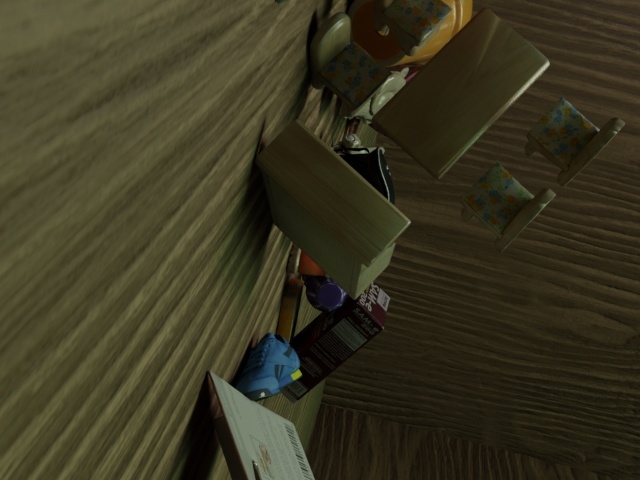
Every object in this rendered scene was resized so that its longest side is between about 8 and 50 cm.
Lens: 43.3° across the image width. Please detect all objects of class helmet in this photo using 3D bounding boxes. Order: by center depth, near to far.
[{"bbox_3d":[0.043,-0.062,1.283,0.169,0.169,0.162,12,75,-85],"label":"helmet"}]

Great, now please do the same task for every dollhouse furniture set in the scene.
[{"bbox_3d":[0.124,-0.140,1.003,0.394,0.362,0.256,-45,170,-9],"label":"dollhouse furniture set"}]

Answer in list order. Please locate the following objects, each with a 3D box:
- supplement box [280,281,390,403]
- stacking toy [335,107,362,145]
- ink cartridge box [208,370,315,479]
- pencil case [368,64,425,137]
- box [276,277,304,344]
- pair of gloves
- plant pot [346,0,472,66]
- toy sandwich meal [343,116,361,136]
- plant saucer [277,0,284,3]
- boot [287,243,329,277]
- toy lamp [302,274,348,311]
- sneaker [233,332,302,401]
[{"bbox_3d":[0.018,0.182,1.494,0.239,0.073,0.130,-43,-171,21],"label":"supplement box"},{"bbox_3d":[0.044,-0.168,1.677,0.221,0.052,0.167,96,11,-68],"label":"stacking toy"},{"bbox_3d":[-0.052,0.321,0.919,0.296,0.066,0.261,64,7,33],"label":"ink cartridge box"},{"bbox_3d":[0.173,-0.296,1.675,0.386,0.167,0.160,-122,-141,-73],"label":"pencil case"},{"bbox_3d":[-0.058,0.146,1.464,0.081,0.028,0.136,-67,167,-66],"label":"box"},{"bbox_3d":[0.066,-0.192,1.412,0.204,0.042,0.240,-22,144,-50],"label":"pair of gloves"},{"bbox_3d":[0.139,-0.392,1.416,0.188,0.205,0.205,-46,153,-49],"label":"plant pot"},{"bbox_3d":[0.073,-0.246,1.867,0.085,0.029,0.086,13,90,-85],"label":"toy sandwich meal"},{"bbox_3d":[-0.022,-0.311,0.732,0.192,0.018,0.067,98,8,-54],"label":"plant saucer"},{"bbox_3d":[0.000,0.000,1.414,0.059,0.084,0.158,94,9,-52],"label":"boot"},{"bbox_3d":[0.007,0.082,1.503,0.275,0.080,0.080,-118,-139,-83],"label":"toy lamp"},{"bbox_3d":[-0.085,0.180,1.135,0.209,0.069,0.082,-14,85,-75],"label":"sneaker"}]
